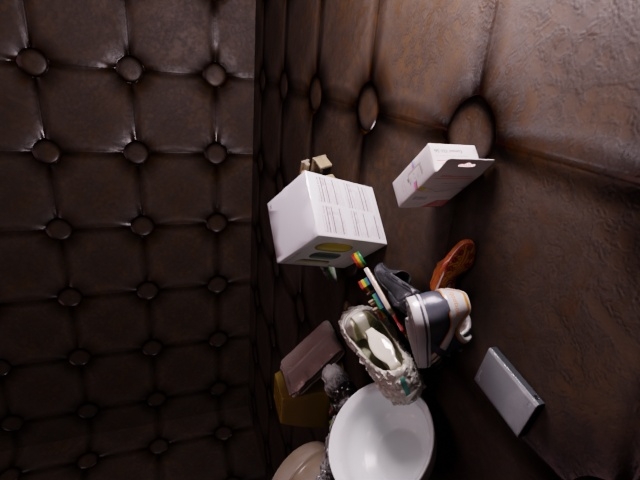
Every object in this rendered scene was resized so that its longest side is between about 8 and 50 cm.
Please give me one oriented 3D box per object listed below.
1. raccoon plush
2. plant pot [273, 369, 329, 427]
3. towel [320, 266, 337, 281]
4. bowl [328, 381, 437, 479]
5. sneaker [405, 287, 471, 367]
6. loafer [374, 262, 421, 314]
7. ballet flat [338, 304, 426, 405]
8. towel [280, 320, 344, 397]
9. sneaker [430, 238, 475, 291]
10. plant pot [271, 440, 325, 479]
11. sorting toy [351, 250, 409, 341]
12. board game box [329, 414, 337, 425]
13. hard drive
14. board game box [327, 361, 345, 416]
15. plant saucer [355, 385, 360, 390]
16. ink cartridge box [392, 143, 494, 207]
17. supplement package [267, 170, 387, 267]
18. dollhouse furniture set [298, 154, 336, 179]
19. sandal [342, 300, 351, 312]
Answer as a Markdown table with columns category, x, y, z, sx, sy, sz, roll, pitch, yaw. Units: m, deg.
| category | x | y | z | sx | sy | sz | roll | pitch | yaw |
| --- | --- | --- | --- | --- | --- | --- | --- | --- | --- |
| raccoon plush | 0.015 | 0.615 | 1.257 | 0.446 | 0.299 | 0.216 | 50 | 140 | 41 |
| plant pot | -0.086 | 0.630 | 1.767 | 0.212 | 0.187 | 0.212 | -122 | 32 | -55 |
| towel | 0.000 | 0.000 | 1.537 | 0.325 | 0.038 | 0.248 | 64 | -167 | -67 |
| bowl | 0.176 | 0.522 | 1.091 | 0.134 | 0.298 | 0.298 | 48 | -178 | -32 |
| sneaker | 0.257 | 0.198 | 0.947 | 0.321 | 0.127 | 0.126 | 70 | -174 | -64 |
| loafer | 0.205 | 0.113 | 1.145 | 0.078 | 0.076 | 0.223 | -47 | 23 | 9 |
| ballet flat | 0.149 | 0.266 | 1.178 | 0.409 | 0.146 | 0.147 | -134 | 44 | -59 |
| towel | -0.039 | 0.456 | 1.676 | 0.282 | 0.049 | 0.187 | -46 | 35 | 9 |
| sneaker | 0.276 | 0.057 | 0.935 | 0.067 | 0.064 | 0.175 | -99 | 21 | -45 |
| plant pot | 0.031 | 0.848 | 1.351 | 0.280 | 0.323 | 0.324 | 7 | 101 | 46 |
| sorting toy | 0.159 | 0.164 | 1.177 | 0.275 | 0.046 | 0.132 | 62 | -173 | 30 |
| board game box | 0.100 | 0.700 | 1.486 | 0.043 | 0.092 | 0.181 | -42 | 35 | 6 |
| hard drive | 0.352 | 0.283 | 0.815 | 0.135 | 0.022 | 0.094 | -120 | 32 | -52 |
| board game box | 0.055 | 0.583 | 1.686 | 0.260 | 0.039 | 0.124 | 112 | 149 | -46 |
| plant saucer | 0.145 | 0.603 | 1.415 | 0.188 | 0.045 | 0.189 | -123 | 36 | -54 |
| ink cartridge box | 0.249 | -0.140 | 0.896 | 0.198 | 0.115 | 0.067 | 131 | 133 | -61 |
| supplement package | 0.017 | -0.049 | 1.267 | 0.199 | 0.262 | 0.198 | -34 | 60 | 43 |
| dollhouse furniture set | -0.016 | -0.214 | 1.628 | 0.151 | 0.144 | 0.123 | 57 | 152 | 29 |
| sandal | 0.113 | 0.283 | 1.461 | 0.072 | 0.049 | 0.180 | -142 | 36 | -72 |
